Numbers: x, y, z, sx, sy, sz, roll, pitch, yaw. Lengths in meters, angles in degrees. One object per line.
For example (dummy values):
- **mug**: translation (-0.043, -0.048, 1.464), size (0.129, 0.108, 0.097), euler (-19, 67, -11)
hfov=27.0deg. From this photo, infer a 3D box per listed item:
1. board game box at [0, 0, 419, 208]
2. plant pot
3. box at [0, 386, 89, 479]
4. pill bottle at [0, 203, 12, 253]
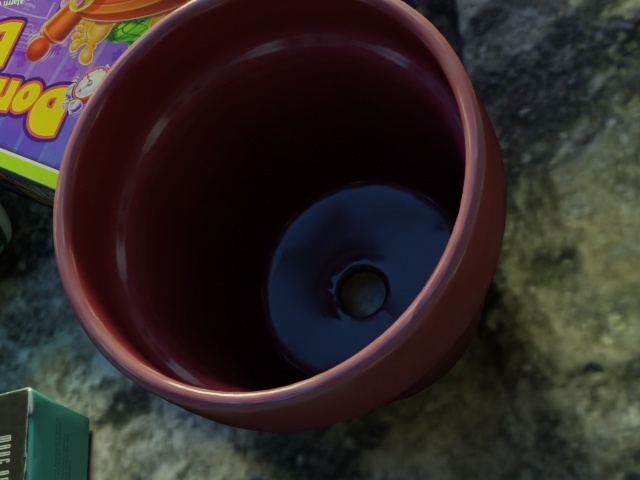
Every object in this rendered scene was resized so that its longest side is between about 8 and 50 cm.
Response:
- **board game box**: translation (-0.129, -0.131, 0.856), size (0.347, 0.078, 0.233), euler (20, 77, 34)
- **plant pot**: translation (0.000, 0.000, 0.647), size (0.201, 0.180, 0.201), euler (-6, 71, 17)
- **box**: translation (-0.255, 0.164, 0.788), size (0.244, 0.060, 0.101), euler (-14, 61, 22)
- **pill bottle**: translation (-0.285, 0.030, 0.821), size (0.103, 0.103, 0.184), euler (21, 62, 34)
